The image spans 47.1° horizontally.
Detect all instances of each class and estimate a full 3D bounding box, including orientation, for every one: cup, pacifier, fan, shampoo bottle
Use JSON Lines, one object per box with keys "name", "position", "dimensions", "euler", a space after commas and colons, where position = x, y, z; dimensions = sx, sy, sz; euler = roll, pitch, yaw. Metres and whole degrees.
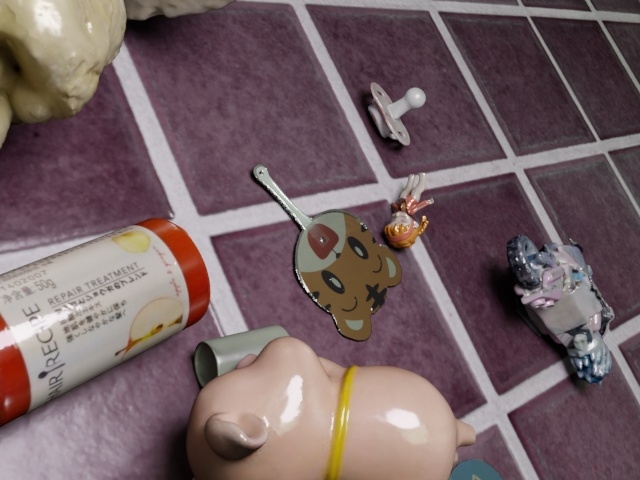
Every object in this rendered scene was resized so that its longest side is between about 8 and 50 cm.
{"name": "cup", "position": [-0.074, 0.121, 0.697], "dimensions": [0.083, 0.075, 0.054], "euler": [-5, 27, -37]}
{"name": "pacifier", "position": [0.109, -0.179, 0.997], "dimensions": [0.081, 0.078, 0.099], "euler": [-3, 64, -63]}
{"name": "fan", "position": [0.196, 0.326, 0.810], "dimensions": [0.113, 0.005, 0.175], "euler": [-26, 80, -45]}
{"name": "fan", "position": [0.000, 0.000, 0.848], "dimensions": [0.227, 0.008, 0.152], "euler": [46, 46, -8]}
{"name": "shampoo bottle", "position": [-0.219, 0.072, 0.564], "dimensions": [0.278, 0.104, 0.104], "euler": [-27, 83, -44]}

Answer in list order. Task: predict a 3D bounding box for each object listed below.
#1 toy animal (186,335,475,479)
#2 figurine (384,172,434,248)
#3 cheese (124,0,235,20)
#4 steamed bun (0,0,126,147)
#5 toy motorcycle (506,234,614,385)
{"name": "toy animal", "position": [0.010, 0.168, 0.626], "dimensions": [0.247, 0.165, 0.149], "euler": [3, 34, -18]}
{"name": "figurine", "position": [0.114, -0.038, 0.930], "dimensions": [0.047, 0.064, 0.109], "euler": [46, 51, -37]}
{"name": "cheese", "position": [-0.185, -0.374, 0.729], "dimensions": [0.292, 0.332, 0.153], "euler": [59, 39, -32]}
{"name": "steamed bun", "position": [-0.312, -0.208, 0.539], "dimensions": [0.372, 0.230, 0.325], "euler": [-42, 95, -27]}
{"name": "toy motorcycle", "position": [0.335, 0.095, 0.987], "dimensions": [0.239, 0.108, 0.204], "euler": [1, 64, -38]}
